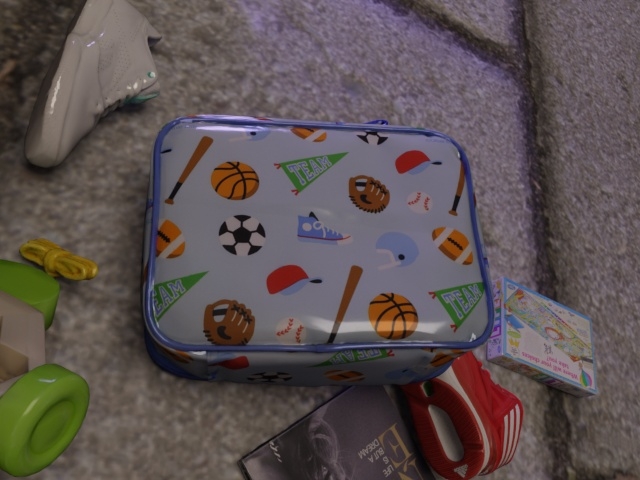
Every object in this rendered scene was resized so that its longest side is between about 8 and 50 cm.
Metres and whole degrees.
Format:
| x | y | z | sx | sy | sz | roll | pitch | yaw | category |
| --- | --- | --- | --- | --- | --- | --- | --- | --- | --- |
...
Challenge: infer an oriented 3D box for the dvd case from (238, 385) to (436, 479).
| x | y | z | sx | sy | sz | roll | pitch | yaw | category |
| --- | --- | --- | --- | --- | --- | --- | --- | --- | --- |
| 0.046 | 0.251 | 0.519 | 0.164 | 0.018 | 0.221 | -23 | 80 | -38 | dvd case |

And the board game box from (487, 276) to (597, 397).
| x | y | z | sx | sy | sz | roll | pitch | yaw | category |
| --- | --- | --- | --- | --- | --- | --- | --- | --- | --- |
| 0.272 | 0.120 | 0.720 | 0.154 | 0.026 | 0.103 | 24 | 56 | -20 | board game box |

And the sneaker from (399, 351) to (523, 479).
| x | y | z | sx | sy | sz | roll | pitch | yaw | category |
| --- | --- | --- | --- | --- | --- | --- | --- | --- | --- |
| 0.135 | 0.134 | 0.614 | 0.128 | 0.087 | 0.221 | 21 | 49 | -47 | sneaker |

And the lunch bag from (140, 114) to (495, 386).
| x | y | z | sx | sy | sz | roll | pitch | yaw | category |
| --- | --- | --- | --- | --- | --- | --- | --- | --- | --- |
| 0.000 | 0.000 | 0.519 | 0.303 | 0.115 | 0.243 | 2 | 62 | -12 | lunch bag |

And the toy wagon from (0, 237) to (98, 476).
| x | y | z | sx | sy | sz | roll | pitch | yaw | category |
| --- | --- | --- | --- | --- | --- | --- | --- | --- | --- |
| -0.261 | 0.056 | 0.316 | 0.267 | 0.068 | 0.344 | 22 | 12 | 15 | toy wagon |

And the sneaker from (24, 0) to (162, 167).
| x | y | z | sx | sy | sz | roll | pitch | yaw | category |
| --- | --- | --- | --- | --- | --- | --- | --- | --- | --- |
| -0.196 | -0.146 | 0.537 | 0.094 | 0.080 | 0.212 | 29 | 53 | -31 | sneaker |
